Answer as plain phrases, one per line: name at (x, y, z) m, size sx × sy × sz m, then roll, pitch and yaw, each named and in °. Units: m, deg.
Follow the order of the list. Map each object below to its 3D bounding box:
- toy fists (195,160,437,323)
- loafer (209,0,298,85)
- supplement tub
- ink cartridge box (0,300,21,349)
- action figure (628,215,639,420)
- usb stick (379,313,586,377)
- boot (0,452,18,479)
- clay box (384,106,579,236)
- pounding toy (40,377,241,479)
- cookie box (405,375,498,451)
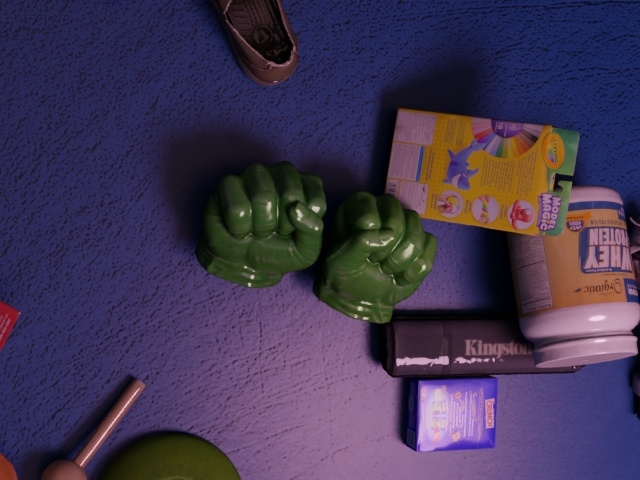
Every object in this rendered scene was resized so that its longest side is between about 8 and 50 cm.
toy fists at (0.000, 0.000, 1.418) m, size 0.279 × 0.096 × 0.142 m, roll 17°, pitch 115°, yaw -17°
loafer at (-0.089, -0.293, 1.392) m, size 0.094 × 0.087 × 0.251 m, roll -34°, pitch 104°, yaw -12°
supplement tub at (0.304, 0.045, 1.491) m, size 0.144 × 0.144 × 0.200 m, roll -3°, pitch 78°, yaw -17°
ink cartridge box at (-0.430, 0.098, 1.286) m, size 0.176 × 0.127 × 0.128 m, roll 32°, pitch 62°, yaw -17°
action figure at (0.446, 0.092, 1.591) m, size 0.185 × 0.099 × 0.285 m, roll -14°, pitch 96°, yaw -10°
usb stick at (0.205, 0.130, 1.543) m, size 0.278 × 0.045 × 0.077 m, roll 1°, pitch 81°, yaw -18°
boot at (-0.429, 0.290, 1.356) m, size 0.197 × 0.073 × 0.152 m, roll -30°, pitch 101°, yaw -20°
clay box at (0.189, -0.079, 1.448) m, size 0.222 × 0.053 × 0.128 m, roll 10°, pitch 93°, yaw 24°
pounding toy at (-0.182, 0.301, 1.408) m, size 0.183 × 0.110 × 0.237 m, roll -45°, pitch 106°, yaw -9°
cookie box at (0.163, 0.213, 1.542) m, size 0.107 × 0.040 × 0.092 m, roll 1°, pitch 95°, yaw -17°
